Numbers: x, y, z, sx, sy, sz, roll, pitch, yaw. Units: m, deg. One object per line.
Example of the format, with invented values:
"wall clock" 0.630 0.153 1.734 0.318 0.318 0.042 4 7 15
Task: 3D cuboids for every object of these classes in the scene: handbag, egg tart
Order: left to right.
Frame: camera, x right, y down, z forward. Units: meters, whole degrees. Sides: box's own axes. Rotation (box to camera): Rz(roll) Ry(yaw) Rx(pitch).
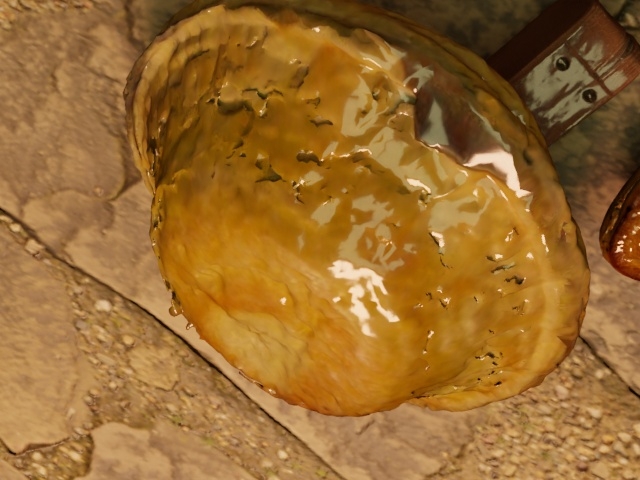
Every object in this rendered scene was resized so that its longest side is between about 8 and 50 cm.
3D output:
"egg tart" 0.000 0.000 1.297 0.443 0.178 0.443 24 143 20
"handbag" 0.174 -0.123 1.338 0.193 0.151 0.072 -42 102 14

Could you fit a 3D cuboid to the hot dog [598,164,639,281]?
"hot dog" 0.379 -0.089 1.343 0.158 0.117 0.349 33 103 -4
